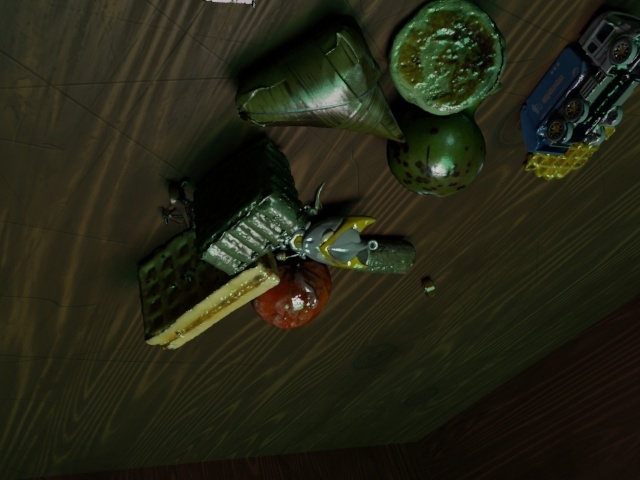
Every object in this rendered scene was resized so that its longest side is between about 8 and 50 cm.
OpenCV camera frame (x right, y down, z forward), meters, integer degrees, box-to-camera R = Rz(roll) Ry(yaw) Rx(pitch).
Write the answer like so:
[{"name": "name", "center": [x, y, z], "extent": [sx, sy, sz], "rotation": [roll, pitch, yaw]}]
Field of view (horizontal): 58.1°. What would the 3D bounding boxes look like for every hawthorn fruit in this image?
[{"name": "hawthorn fruit", "center": [-0.094, 0.159, 1.646], "extent": [0.242, 0.241, 0.271], "rotation": [-4, 128, -21]}]

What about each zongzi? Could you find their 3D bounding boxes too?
[{"name": "zongzi", "center": [0.010, -0.257, 1.180], "extent": [0.286, 0.138, 0.300], "rotation": [-28, 127, 14]}]

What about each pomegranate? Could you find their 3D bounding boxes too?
[{"name": "pomegranate", "center": [0.279, -0.242, 1.302], "extent": [0.243, 0.242, 0.305], "rotation": [0, 132, -26]}]

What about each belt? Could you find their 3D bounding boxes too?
[{"name": "belt", "center": [0.385, 0.170, 2.054], "extent": [0.036, 0.059, 0.083], "rotation": [-22, 146, 2]}]

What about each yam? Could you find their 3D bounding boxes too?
[{"name": "yam", "center": [0.181, 0.048, 1.754], "extent": [0.194, 0.107, 0.107], "rotation": [3, 140, -27]}]

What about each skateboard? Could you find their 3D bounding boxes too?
[{"name": "skateboard", "center": [-0.341, -0.078, 1.376], "extent": [0.080, 0.067, 0.151], "rotation": [-5, 148, -5]}]

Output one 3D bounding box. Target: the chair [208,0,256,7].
[{"name": "chair", "center": [-0.094, -0.453, 0.959], "extent": [0.213, 0.084, 0.101], "rotation": [-4, 139, -22]}]

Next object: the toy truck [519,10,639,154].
[{"name": "toy truck", "center": [0.627, -0.353, 1.356], "extent": [0.146, 0.175, 0.367], "rotation": [0, 141, -28]}]

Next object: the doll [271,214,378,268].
[{"name": "doll", "center": [0.001, -0.004, 1.539], "extent": [0.317, 0.145, 0.103], "rotation": [5, 177, -7]}]

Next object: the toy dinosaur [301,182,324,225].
[{"name": "toy dinosaur", "center": [-0.024, -0.080, 1.543], "extent": [0.058, 0.037, 0.180], "rotation": [-17, 153, -26]}]

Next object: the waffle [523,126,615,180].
[{"name": "waffle", "center": [0.668, -0.257, 1.609], "extent": [0.219, 0.057, 0.229], "rotation": [0, 142, -25]}]

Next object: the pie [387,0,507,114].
[{"name": "pie", "center": [0.258, -0.375, 1.175], "extent": [0.241, 0.054, 0.240], "rotation": [2, 107, 8]}]

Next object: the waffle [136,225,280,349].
[{"name": "waffle", "center": [-0.289, 0.085, 1.442], "extent": [0.376, 0.260, 0.114], "rotation": [-32, 138, 17]}]

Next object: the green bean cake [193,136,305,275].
[{"name": "green bean cake", "center": [-0.169, -0.083, 1.282], "extent": [0.241, 0.254, 0.132], "rotation": [-36, 133, 22]}]
